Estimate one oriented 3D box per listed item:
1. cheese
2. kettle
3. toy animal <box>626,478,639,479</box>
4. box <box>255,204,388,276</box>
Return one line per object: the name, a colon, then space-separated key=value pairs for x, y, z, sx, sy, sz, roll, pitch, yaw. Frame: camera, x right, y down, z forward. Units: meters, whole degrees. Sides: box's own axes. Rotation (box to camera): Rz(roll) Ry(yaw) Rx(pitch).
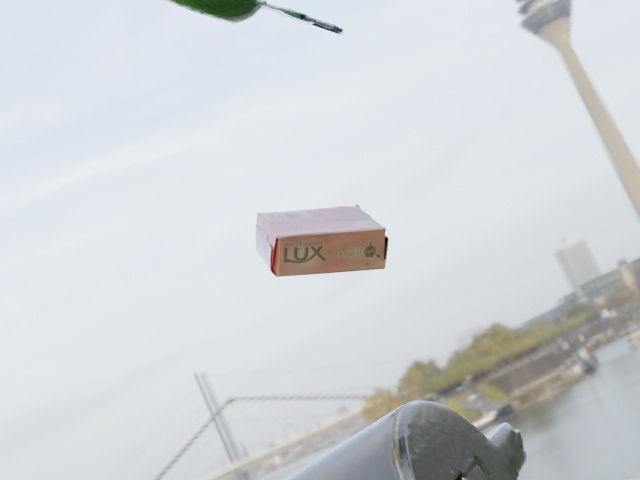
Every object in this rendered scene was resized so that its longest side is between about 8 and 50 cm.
cheese: x=-0.118 y=-0.354 z=1.476 sx=0.320 sy=0.083 sz=0.204 roll=17 pitch=9 yaw=-1
kettle: x=0.036 y=0.291 z=0.876 sx=0.308 sy=0.203 sz=0.262 roll=-40 pitch=-38 yaw=24
toy animal: x=0.332 y=0.221 z=0.901 sx=0.159 sy=0.070 sz=0.083 roll=4 pitch=-9 yaw=9
box: x=0.000 y=0.000 z=1.292 sx=0.156 sy=0.060 sz=0.111 roll=-5 pitch=18 yaw=-16
